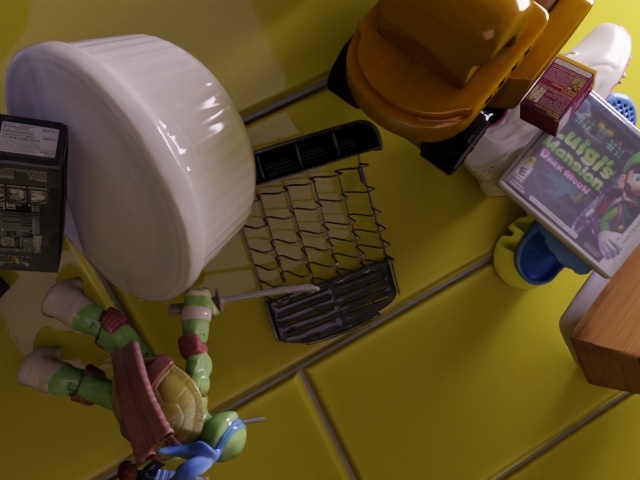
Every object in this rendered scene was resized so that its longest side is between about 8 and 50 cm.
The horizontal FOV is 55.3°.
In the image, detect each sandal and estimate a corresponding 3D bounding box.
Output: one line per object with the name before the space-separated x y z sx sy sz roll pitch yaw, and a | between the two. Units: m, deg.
sandal | 0.376 -0.065 0.869 0.126 0.138 0.317 25 87 -17

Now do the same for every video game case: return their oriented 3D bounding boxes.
video game case | 0.351 -0.077 0.785 0.190 0.022 0.173 41 87 1

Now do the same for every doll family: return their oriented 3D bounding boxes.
doll family | -0.223 0.346 0.766 0.111 0.076 0.193 25 84 -15

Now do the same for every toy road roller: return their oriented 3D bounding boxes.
toy road roller | 0.169 -0.256 0.695 0.202 0.240 0.329 38 80 9

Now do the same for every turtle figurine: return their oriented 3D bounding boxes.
turtle figurine | -0.184 0.150 0.717 0.266 0.274 0.197 24 132 9

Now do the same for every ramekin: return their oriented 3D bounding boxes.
ramekin | -0.185 -0.082 0.627 0.127 0.273 0.272 -39 109 -38

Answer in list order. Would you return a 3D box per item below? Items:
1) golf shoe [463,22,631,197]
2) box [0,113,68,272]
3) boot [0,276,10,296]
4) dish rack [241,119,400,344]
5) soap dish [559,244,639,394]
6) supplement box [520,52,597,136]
golf shoe | 0.304 -0.204 0.842 0.140 0.115 0.306 42 82 -14
box | -0.358 -0.045 0.559 0.233 0.183 0.059 6 54 -20
boot | -0.521 0.052 0.619 0.280 0.096 0.264 44 83 -17
dish rack | 0.000 0.000 0.789 0.208 0.074 0.271 -19 102 -14
soap dish | 0.482 0.076 0.883 0.291 0.118 0.229 -51 140 -5
supplement box | 0.296 -0.181 0.762 0.055 0.043 0.083 38 86 25
